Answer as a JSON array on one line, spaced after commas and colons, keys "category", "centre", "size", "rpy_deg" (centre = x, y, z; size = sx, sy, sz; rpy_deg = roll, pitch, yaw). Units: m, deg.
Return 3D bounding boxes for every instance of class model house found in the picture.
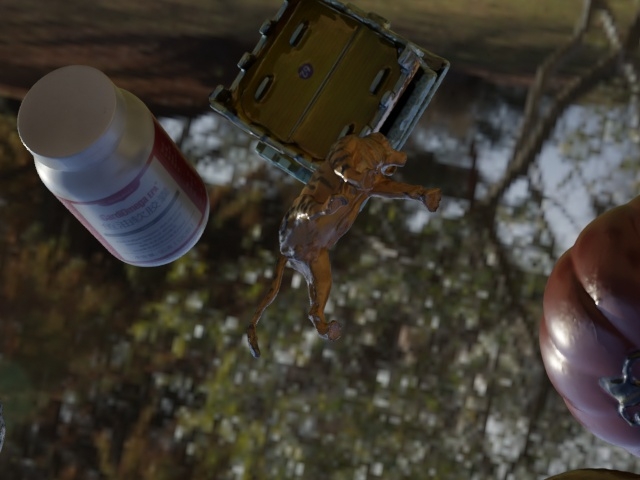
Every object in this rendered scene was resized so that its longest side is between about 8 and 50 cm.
[{"category": "model house", "centre": [0.018, -0.176, 1.860], "size": [0.198, 0.224, 0.215], "rpy_deg": [31, -179, 18]}]

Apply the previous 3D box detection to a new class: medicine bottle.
[{"category": "medicine bottle", "centre": [-0.212, -0.074, 1.623], "size": [0.131, 0.131, 0.250], "rpy_deg": [9, 159, 21]}]

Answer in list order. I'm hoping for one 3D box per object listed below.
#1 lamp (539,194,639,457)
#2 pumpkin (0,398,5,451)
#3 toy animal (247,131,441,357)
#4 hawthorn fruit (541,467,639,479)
[{"category": "lamp", "centre": [0.373, 0.087, 1.577], "size": [0.303, 0.303, 0.257], "rpy_deg": [11, -149, -11]}, {"category": "pumpkin", "centre": [-0.489, 0.222, 1.871], "size": [0.159, 0.238, 0.238], "rpy_deg": [9, 176, 45]}, {"category": "toy animal", "centre": [-0.004, -0.006, 1.483], "size": [0.116, 0.255, 0.114], "rpy_deg": [25, 163, 50]}, {"category": "hawthorn fruit", "centre": [0.191, 0.303, 1.115], "size": [0.268, 0.267, 0.301], "rpy_deg": [12, 153, -24]}]
